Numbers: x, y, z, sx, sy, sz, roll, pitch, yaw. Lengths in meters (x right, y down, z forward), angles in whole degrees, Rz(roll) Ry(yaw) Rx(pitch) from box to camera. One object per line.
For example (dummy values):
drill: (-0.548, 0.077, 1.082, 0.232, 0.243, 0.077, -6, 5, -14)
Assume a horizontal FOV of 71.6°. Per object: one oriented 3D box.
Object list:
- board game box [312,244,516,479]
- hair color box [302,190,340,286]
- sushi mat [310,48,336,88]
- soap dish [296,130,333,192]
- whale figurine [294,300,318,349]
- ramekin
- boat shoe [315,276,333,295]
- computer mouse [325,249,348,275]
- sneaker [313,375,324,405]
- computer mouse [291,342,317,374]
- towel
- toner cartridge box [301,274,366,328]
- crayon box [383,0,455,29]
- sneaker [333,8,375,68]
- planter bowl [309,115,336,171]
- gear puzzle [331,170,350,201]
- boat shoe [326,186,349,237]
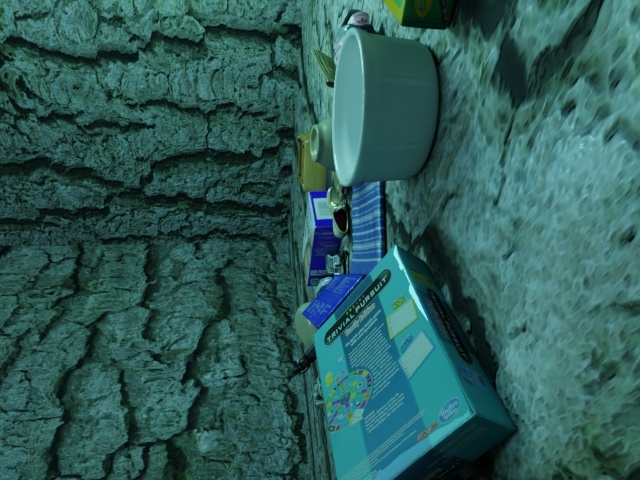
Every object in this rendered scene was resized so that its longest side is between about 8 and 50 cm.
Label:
board game box: (0.109, 0.204, 0.692, 0.253, 0.079, 0.336, -51, 27, 24)
hair color box: (0.000, 0.000, 1.658, 0.338, 0.110, 0.185, 96, 168, -47)
sushi mat: (0.058, -0.407, 1.109, 0.019, 0.152, 0.316, -57, 25, 27)
soap dish: (-0.024, -0.307, 1.734, 0.291, 0.118, 0.228, -112, 22, -70)
whale figurine: (0.018, 0.342, 1.593, 0.272, 0.141, 0.216, 60, 146, 21)
ramekin: (0.110, -0.237, 0.822, 0.277, 0.135, 0.277, 180, 90, -81)
boat shoe: (0.017, 0.175, 1.630, 0.226, 0.083, 0.075, 103, 163, -60)
computer mouse: (0.059, 0.079, 1.500, 0.193, 0.042, 0.105, -168, 73, -75)
sneaker: (0.045, 0.436, 1.381, 0.110, 0.119, 0.292, -99, 13, -50)
computer mouse: (0.030, 0.311, 1.375, 0.272, 0.072, 0.188, -54, -9, 28)
towel: (0.113, -0.067, 1.135, 0.243, 0.040, 0.335, 161, 108, -80)
toner cartridge box: (0.046, 0.174, 1.191, 0.165, 0.075, 0.348, -47, 3, -9)
crayon box: (0.160, -0.478, 0.639, 0.165, 0.081, 0.278, -100, 12, -45)
sneaker: (0.087, -0.450, 1.024, 0.319, 0.112, 0.131, -107, 19, -54)
planter bowl: (0.033, -0.258, 1.180, 0.162, 0.109, 0.161, 177, 90, -75)
gear puzzle: (0.082, -0.298, 1.314, 0.175, 0.044, 0.338, -106, 19, -54)
boat shoe: (0.061, -0.095, 1.412, 0.059, 0.063, 0.169, 134, 125, -74)
